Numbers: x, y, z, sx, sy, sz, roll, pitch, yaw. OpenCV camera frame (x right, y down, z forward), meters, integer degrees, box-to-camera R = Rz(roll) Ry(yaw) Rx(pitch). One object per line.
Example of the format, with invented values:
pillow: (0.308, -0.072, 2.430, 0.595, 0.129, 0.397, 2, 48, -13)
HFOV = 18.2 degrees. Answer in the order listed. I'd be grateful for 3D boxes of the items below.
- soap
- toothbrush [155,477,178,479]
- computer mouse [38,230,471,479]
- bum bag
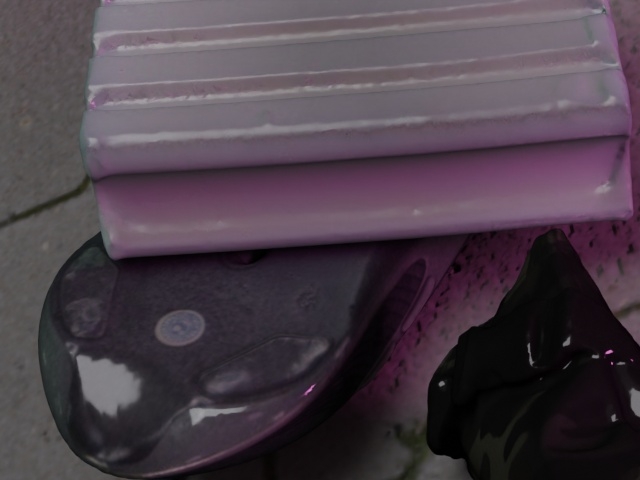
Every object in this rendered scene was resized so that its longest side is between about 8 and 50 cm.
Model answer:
soap: (0.019, -0.077, 1.022, 0.265, 0.087, 0.160, -5, 44, 3)
toothbrush: (-0.064, 0.055, 1.104, 0.025, 0.019, 0.276, -5, 53, 34)
computer mouse: (0.000, 0.000, 1.069, 0.167, 0.090, 0.379, 25, 54, 28)
bum bag: (0.121, 0.117, 0.833, 0.340, 0.095, 0.144, -112, 34, -59)
